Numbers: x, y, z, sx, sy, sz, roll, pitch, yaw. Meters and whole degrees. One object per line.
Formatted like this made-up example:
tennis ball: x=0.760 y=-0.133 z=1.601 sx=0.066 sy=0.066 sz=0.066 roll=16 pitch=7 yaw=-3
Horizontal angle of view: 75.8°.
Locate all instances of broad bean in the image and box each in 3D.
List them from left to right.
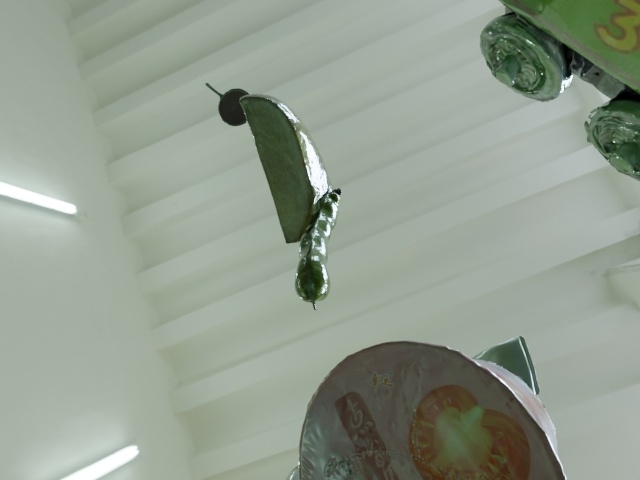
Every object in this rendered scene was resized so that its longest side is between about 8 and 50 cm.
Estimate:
broad bean: x=-0.001 y=0.001 z=0.558 sx=0.053 sy=0.256 sz=0.052 roll=-31 pitch=-67 yaw=25

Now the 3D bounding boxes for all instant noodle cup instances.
instant noodle cup: x=0.139 y=0.230 z=0.441 sx=0.243 sy=0.231 sz=0.242 roll=-9 pitch=-106 yaw=33

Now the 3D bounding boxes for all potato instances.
potato: x=-0.061 y=-0.172 z=0.805 sx=0.112 sy=0.255 sz=0.269 roll=-18 pitch=-145 yaw=7

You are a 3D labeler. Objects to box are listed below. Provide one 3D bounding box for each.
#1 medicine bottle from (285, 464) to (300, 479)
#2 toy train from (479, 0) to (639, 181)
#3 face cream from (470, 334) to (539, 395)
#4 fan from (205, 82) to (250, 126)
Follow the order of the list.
medicine bottle: x=-0.042 y=0.576 z=0.761 sx=0.165 sy=0.273 sz=0.164 roll=8 pitch=-68 yaw=19
toy train: x=0.255 y=-0.182 z=0.303 sx=0.173 sy=0.249 sz=0.307 roll=-45 pitch=-109 yaw=9
face cream: x=0.302 y=0.254 z=0.742 sx=0.224 sy=0.070 sz=0.114 roll=-11 pitch=-97 yaw=-19
fan: x=-0.209 y=-0.314 z=0.926 sx=0.133 sy=0.005 sz=0.085 roll=38 pitch=-85 yaw=5
